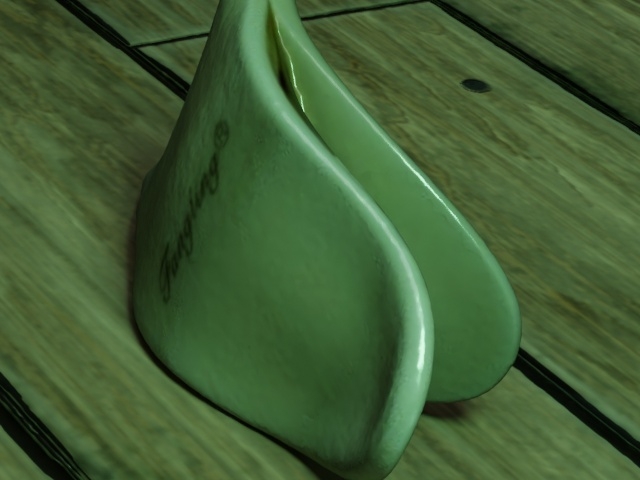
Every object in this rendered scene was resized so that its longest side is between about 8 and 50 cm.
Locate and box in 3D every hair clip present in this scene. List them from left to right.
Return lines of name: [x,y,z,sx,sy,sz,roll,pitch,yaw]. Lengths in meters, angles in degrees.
hair clip: [-0.017,-0.002,0.928,0.113,0.172,0.282,-9,45,-44]
